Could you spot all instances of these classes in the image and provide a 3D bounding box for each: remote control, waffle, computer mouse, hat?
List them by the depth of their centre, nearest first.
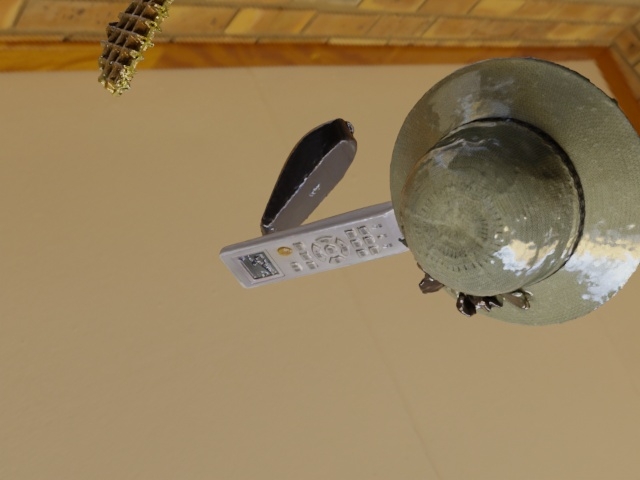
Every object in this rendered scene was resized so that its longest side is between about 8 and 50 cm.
[{"bbox_3d":[0.145,-0.028,0.754,0.257,0.257,0.130,55,-144,9],"label":"hat"},{"bbox_3d":[0.000,0.000,1.379,0.109,0.313,0.055,58,-158,-50],"label":"remote control"},{"bbox_3d":[-0.314,-0.337,1.462,0.046,0.160,0.192,34,-133,-46],"label":"waffle"},{"bbox_3d":[-0.036,-0.126,1.729,0.087,0.295,0.168,37,176,17],"label":"computer mouse"}]
